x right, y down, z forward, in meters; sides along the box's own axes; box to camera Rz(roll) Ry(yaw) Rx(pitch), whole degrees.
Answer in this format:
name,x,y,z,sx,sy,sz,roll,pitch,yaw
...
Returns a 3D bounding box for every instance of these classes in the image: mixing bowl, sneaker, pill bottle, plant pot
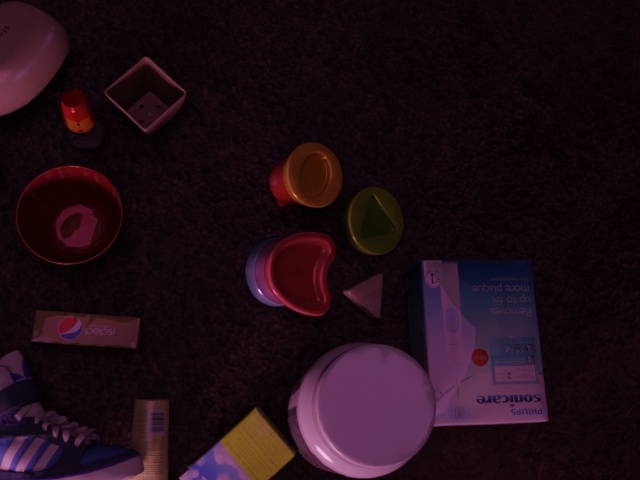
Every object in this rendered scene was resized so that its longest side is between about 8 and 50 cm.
name,x,y,z,sx,sy,sz,roll,pitch,yaw
mixing bowl,-0.444,-0.035,1.354,0.181,0.098,0.182,2,75,-7
sneaker,-0.461,0.294,1.231,0.322,0.130,0.236,-7,81,2
pill bottle,0.056,0.274,1.203,0.204,0.361,0.204,2,75,-6
plant pot,-0.330,-0.262,1.433,0.109,0.096,0.109,42,74,5

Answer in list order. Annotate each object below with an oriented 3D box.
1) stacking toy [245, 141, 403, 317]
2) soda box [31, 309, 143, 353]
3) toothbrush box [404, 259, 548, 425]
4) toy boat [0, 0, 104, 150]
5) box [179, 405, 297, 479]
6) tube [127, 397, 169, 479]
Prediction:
name,x,y,z,sx,sy,sz,roll,pitch,yaw
stacking toy,0.000,0.000,1.431,0.279,0.130,0.309,22,74,-29
soda box,-0.408,0.162,1.324,0.181,0.061,0.058,4,73,-7
toothbrush box,0.280,0.191,1.382,0.216,0.126,0.296,1,76,-8
toy boat,-0.543,-0.287,1.400,0.318,0.148,0.267,35,68,10
box,-0.141,0.387,1.294,0.178,0.042,0.109,-42,82,-1
tube,-0.297,0.393,1.284,0.070,0.062,0.240,-7,77,35
